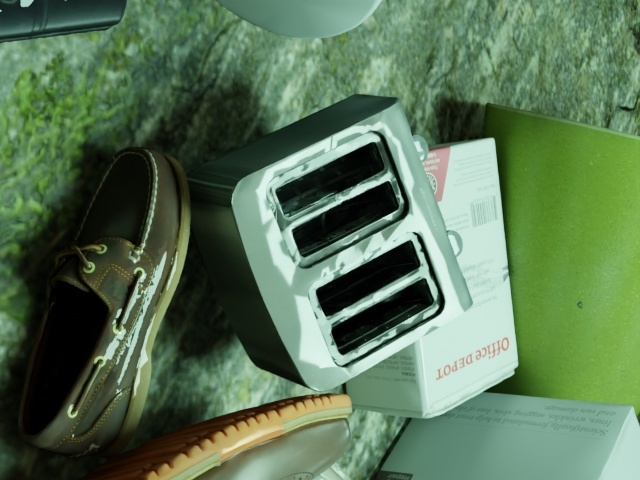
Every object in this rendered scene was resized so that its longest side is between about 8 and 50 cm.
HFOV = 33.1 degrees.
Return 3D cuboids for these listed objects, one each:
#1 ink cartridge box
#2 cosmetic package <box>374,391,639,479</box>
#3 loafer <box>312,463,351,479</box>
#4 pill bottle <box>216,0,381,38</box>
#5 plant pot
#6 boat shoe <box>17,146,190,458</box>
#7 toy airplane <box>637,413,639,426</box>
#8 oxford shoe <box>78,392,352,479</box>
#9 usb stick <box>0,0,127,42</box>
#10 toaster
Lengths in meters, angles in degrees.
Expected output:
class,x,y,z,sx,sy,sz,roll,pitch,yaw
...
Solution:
class,x,y,z,sx,sy,sz,roll,pitch,yaw
ink cartridge box,0.091,0.029,0.947,0.159,0.092,0.217,-15,99,-49
cosmetic package,0.221,0.329,1.004,0.156,0.217,0.384,-49,127,-39
loafer,0.023,0.213,0.900,0.125,0.045,0.039,47,48,-35
pill bottle,0.051,-0.346,0.802,0.229,0.229,0.407,55,50,-34
plant pot,0.263,0.039,1.051,0.275,0.275,0.293,2,103,-50
boat shoe,-0.138,0.034,0.685,0.073,0.073,0.206,24,71,-50
toy airplane,0.497,0.340,1.213,0.273,0.384,0.386,-27,102,-5
oxford shoe,-0.106,0.201,0.659,0.364,0.130,0.132,-24,89,-38
usb stick,-0.221,-0.146,0.613,0.278,0.045,0.077,-22,113,-49
toaster,0.000,0.000,0.766,0.186,0.110,0.168,-27,105,-20
